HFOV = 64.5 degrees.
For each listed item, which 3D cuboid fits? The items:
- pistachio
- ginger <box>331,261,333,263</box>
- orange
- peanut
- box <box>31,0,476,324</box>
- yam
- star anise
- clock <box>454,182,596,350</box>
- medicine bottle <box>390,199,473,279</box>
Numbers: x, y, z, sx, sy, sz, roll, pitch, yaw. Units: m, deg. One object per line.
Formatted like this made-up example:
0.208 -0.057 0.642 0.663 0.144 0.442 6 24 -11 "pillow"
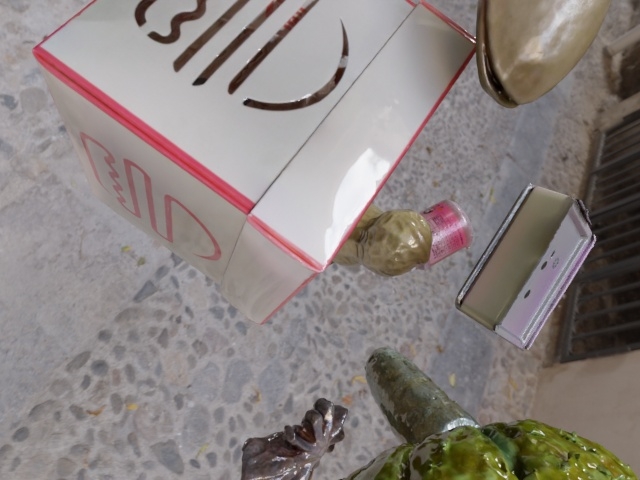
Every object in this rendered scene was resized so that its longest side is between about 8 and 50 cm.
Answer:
0.191 -0.206 0.447 0.126 0.108 0.185 15 85 -34 "pistachio"
-0.004 0.003 1.152 0.290 0.089 0.137 -7 106 -8 "ginger"
0.154 0.292 0.460 0.301 0.300 0.223 -8 61 -11 "orange"
0.093 -0.008 0.905 0.120 0.298 0.136 -41 113 -18 "peanut"
-0.070 -0.129 0.589 0.300 0.312 0.314 36 67 -2 "box"
0.179 0.309 0.947 0.133 0.330 0.133 -7 112 -18 "yam"
-0.044 0.386 0.946 0.110 0.198 0.257 29 50 32 "star anise"
0.277 0.040 0.677 0.147 0.071 0.192 30 92 -49 "clock"
0.271 0.002 1.349 0.247 0.147 0.147 -28 87 -4 "medicine bottle"
